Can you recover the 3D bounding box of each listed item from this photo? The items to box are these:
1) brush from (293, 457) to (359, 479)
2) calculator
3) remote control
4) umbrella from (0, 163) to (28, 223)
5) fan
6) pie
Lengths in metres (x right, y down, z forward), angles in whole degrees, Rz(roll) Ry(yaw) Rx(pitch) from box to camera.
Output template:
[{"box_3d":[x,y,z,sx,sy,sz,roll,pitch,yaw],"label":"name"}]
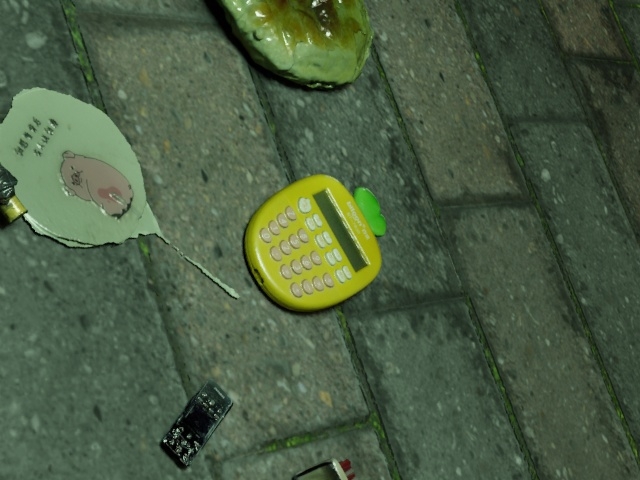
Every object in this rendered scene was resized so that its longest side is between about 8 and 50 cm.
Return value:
[{"box_3d":[0.070,0.369,1.279,0.050,0.060,0.321,-16,79,-61],"label":"brush"},{"box_3d":[0.000,0.000,1.450,0.235,0.032,0.146,-28,89,-49],"label":"calculator"},{"box_3d":[-0.120,0.176,1.228,0.039,0.014,0.096,50,41,-13],"label":"remote control"},{"box_3d":[-0.317,-0.079,1.156,0.144,0.037,0.040,54,26,-3],"label":"umbrella"},{"box_3d":[-0.193,-0.031,1.280,0.310,0.010,0.182,38,43,-24],"label":"fan"},{"box_3d":[-0.035,-0.319,1.582,0.306,0.071,0.306,24,52,-36],"label":"pie"}]
